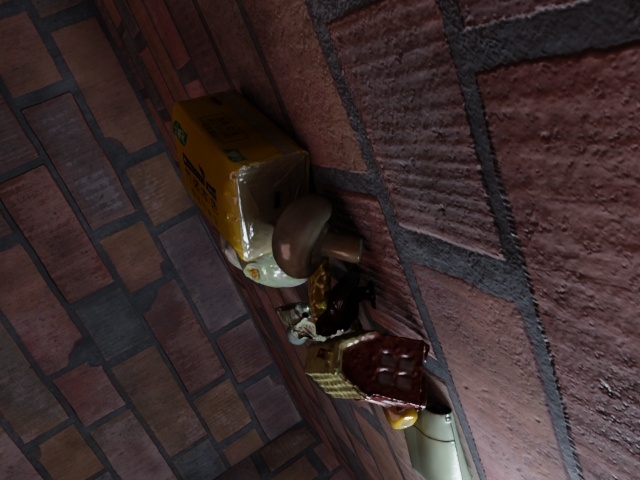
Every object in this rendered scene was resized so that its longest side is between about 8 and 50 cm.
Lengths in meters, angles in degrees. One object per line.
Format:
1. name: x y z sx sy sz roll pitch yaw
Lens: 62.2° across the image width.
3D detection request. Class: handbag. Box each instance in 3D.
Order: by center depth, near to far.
1. handbag: 0.282 0.467 1.362 0.241 0.109 0.315 -171 67 -68
2. handbag: -0.047 0.294 1.890 0.213 0.127 0.235 36 166 -11

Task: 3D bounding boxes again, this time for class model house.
1. model house: 0.088 0.280 1.195 0.196 0.254 0.160 -27 47 63

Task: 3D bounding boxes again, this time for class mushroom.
1. mushroom: 0.000 0.000 1.236 0.215 0.207 0.207 17 146 17

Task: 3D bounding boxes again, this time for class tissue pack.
1. tissue pack: -0.213 -0.182 1.389 0.382 0.228 0.293 47 148 39

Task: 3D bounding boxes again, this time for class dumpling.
1. dumpling: -0.297 0.033 2.094 0.318 0.187 0.243 58 157 9

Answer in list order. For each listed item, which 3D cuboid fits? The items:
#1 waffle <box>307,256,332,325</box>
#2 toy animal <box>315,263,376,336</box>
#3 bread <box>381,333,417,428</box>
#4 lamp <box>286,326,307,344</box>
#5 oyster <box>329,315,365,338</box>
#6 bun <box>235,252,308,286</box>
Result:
1. waffle: 0.000 0.117 1.404 0.219 0.057 0.229 -99 8 -52
2. toy animal: 0.049 0.153 1.299 0.116 0.179 0.218 54 168 23
3. bread: 0.172 0.357 1.356 0.092 0.074 0.239 93 162 -54
4. lamp: -0.093 0.390 2.242 0.105 0.105 0.105 52 162 26
5. oyster: 0.075 0.252 1.562 0.223 0.083 0.214 44 160 31
6. bun: -0.161 0.051 1.636 0.293 0.187 0.293 31 154 17
